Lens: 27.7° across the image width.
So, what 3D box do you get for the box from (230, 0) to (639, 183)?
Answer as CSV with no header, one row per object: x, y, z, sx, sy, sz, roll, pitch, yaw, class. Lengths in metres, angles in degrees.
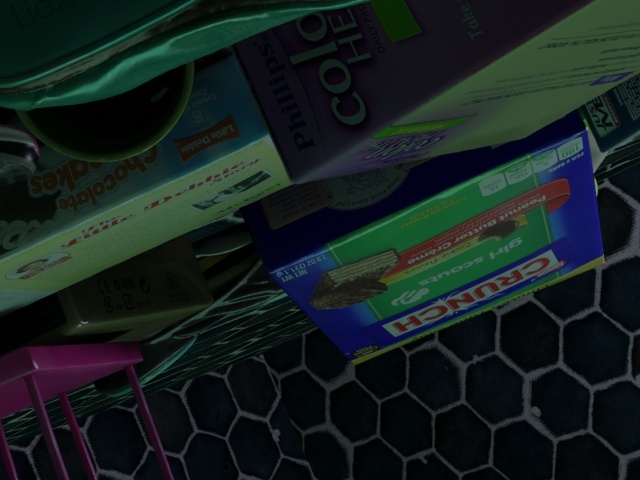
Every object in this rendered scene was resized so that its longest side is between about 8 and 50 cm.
0.110,-0.139,0.609,0.243,0.117,0.213,-30,171,39,box

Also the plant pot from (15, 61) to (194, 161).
-0.092,-0.080,0.594,0.083,0.083,0.079,-24,-175,8,plant pot

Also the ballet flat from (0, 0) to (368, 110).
-0.030,-0.119,0.507,0.247,0.083,0.087,-20,-172,1,ballet flat

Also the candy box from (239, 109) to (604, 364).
0.094,-0.023,1.120,0.268,0.122,0.317,-24,158,6,candy box

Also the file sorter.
-0.281,0.217,1.033,0.291,0.182,0.202,-23,171,13,file sorter

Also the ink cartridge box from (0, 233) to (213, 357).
-0.233,0.062,1.122,0.193,0.088,0.235,-25,173,20,ink cartridge box

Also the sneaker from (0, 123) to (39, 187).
-0.222,-0.009,0.673,0.170,0.074,0.063,-20,172,-27,sneaker

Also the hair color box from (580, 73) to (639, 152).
0.360,-0.193,1.069,0.174,0.105,0.347,-21,173,-19,hair color box

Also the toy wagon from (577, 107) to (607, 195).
0.197,-0.075,1.335,0.344,0.068,0.267,-32,154,22,toy wagon

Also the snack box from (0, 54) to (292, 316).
-0.169,-0.015,0.861,0.322,0.060,0.187,-24,173,6,snack box

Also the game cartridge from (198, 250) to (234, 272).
0.000,0.000,1.568,0.324,0.052,0.285,-25,173,20,game cartridge

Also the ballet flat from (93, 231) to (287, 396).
-0.142,0.059,1.397,0.280,0.096,0.095,-32,-151,0,ballet flat
